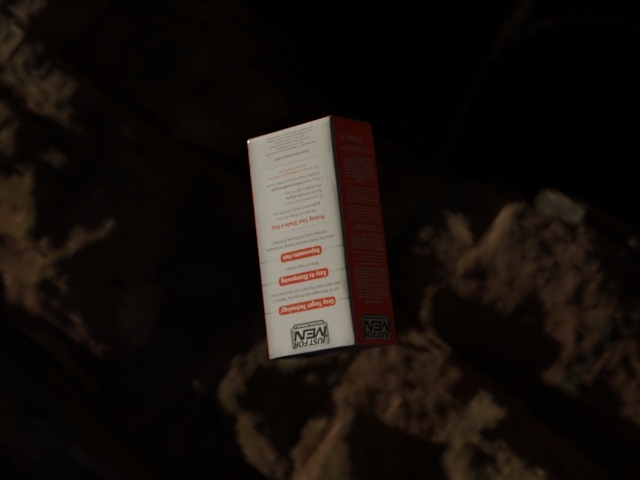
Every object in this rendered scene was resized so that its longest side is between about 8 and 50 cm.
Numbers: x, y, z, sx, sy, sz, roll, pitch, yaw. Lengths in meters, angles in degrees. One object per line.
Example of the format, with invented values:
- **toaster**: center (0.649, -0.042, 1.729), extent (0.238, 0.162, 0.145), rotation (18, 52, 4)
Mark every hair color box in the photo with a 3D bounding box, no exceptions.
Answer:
- **hair color box**: center (0.000, 0.000, 0.946), extent (0.072, 0.141, 0.043), rotation (-12, 169, 38)
